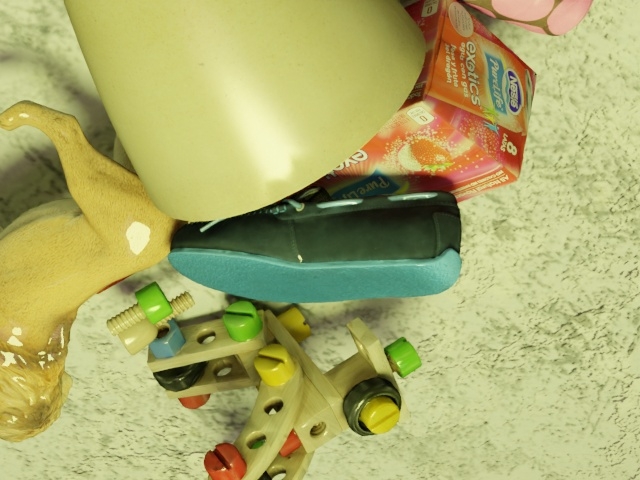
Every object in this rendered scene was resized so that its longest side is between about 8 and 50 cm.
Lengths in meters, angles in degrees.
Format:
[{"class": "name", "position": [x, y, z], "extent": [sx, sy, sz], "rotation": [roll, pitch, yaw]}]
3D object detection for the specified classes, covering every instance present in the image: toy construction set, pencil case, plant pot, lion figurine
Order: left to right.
[{"class": "lion figurine", "position": [-0.230, 0.009, 1.602], "extent": [0.392, 0.142, 0.240], "rotation": [-36, 90, 32]}, {"class": "plant pot", "position": [-0.096, -0.200, 1.384], "extent": [0.256, 0.256, 0.274], "rotation": [-25, 121, 16]}, {"class": "toy construction set", "position": [-0.048, 0.105, 1.754], "extent": [0.237, 0.257, 0.309], "rotation": [-31, 107, -2]}, {"class": "pencil case", "position": [0.125, -0.243, 1.498], "extent": [0.209, 0.098, 0.095], "rotation": [17, 173, -21]}]

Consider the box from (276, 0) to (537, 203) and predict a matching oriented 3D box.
[{"class": "box", "position": [0.044, -0.094, 1.550], "extent": [0.257, 0.122, 0.128], "rotation": [-20, 136, 41]}]

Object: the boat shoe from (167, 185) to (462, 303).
[{"class": "boat shoe", "position": [0.000, 0.000, 1.518], "extent": [0.258, 0.089, 0.109], "rotation": [3, 155, 18]}]
